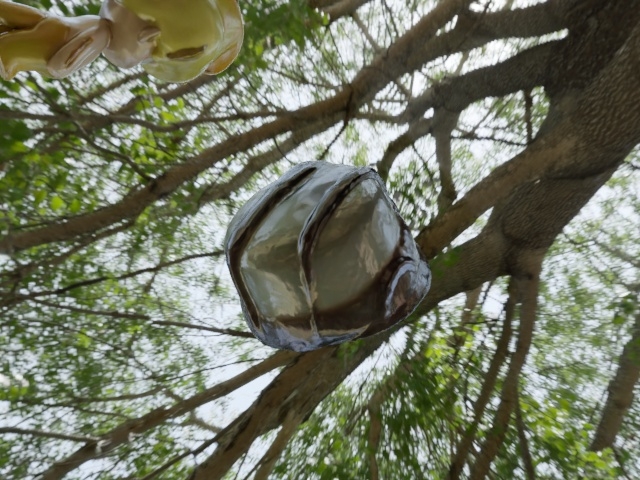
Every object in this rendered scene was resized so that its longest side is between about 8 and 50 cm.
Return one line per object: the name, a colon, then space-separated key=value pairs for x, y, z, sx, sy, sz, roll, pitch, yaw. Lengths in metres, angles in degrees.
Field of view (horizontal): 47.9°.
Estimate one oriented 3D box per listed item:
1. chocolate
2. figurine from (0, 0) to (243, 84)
chocolate: x=0.000 y=0.000 z=0.973 sx=0.283 sy=0.283 sz=0.186 roll=-16 pitch=-65 yaw=3
figurine: x=-0.178 y=-0.199 z=0.665 sx=0.246 sy=0.131 sz=0.156 roll=-23 pitch=-141 yaw=-31
